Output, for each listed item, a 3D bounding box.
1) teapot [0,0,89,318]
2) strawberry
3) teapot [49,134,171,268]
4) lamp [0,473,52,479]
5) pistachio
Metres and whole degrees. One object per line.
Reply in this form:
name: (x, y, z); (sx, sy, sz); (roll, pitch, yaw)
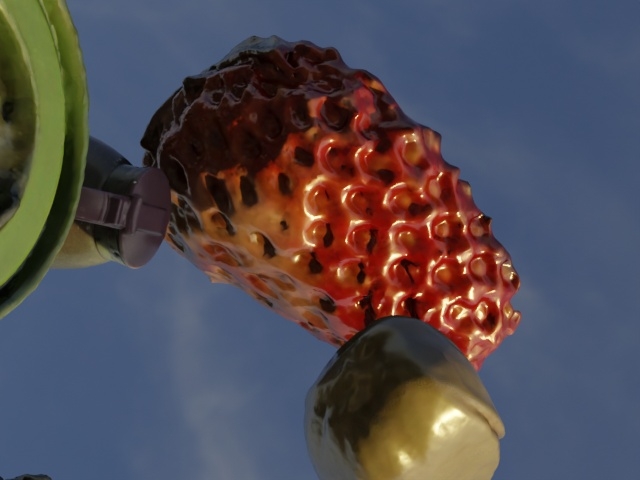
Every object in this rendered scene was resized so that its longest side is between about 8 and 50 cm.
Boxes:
teapot: (-0.303, -0.083, 0.889); (0.337, 0.200, 0.270); (-1, -74, 33)
strawberry: (0.000, 0.000, 1.550); (0.336, 0.149, 0.265); (42, -36, -1)
teapot: (-0.188, -0.038, 1.461); (0.146, 0.148, 0.116); (12, -120, 20)
lamp: (-0.145, 0.239, 0.925); (0.118, 0.118, 0.253); (-33, -122, 29)
pistachio: (0.056, 0.129, 1.301); (0.136, 0.226, 0.136); (-2, -115, 5)
